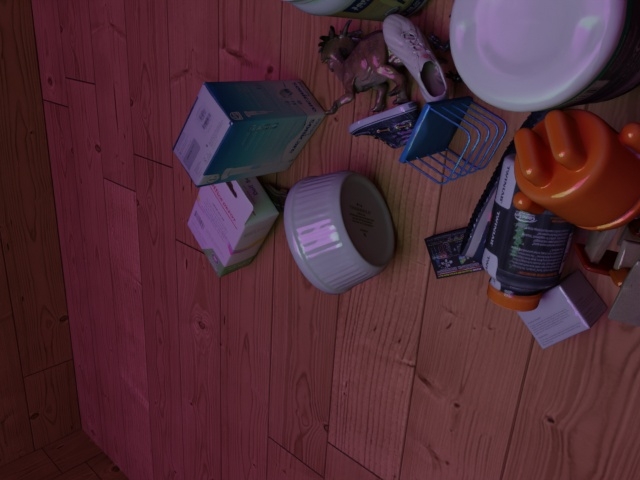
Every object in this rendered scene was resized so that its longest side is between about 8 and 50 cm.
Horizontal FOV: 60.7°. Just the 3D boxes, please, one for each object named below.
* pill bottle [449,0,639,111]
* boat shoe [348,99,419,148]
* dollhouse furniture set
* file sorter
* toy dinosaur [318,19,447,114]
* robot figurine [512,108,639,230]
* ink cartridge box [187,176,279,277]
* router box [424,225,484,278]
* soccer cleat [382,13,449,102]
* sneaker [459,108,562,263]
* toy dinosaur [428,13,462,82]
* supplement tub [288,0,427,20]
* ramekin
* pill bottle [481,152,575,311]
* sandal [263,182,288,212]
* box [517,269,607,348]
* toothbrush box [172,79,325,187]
[{"bbox_3d":[0.348,-0.286,0.737,0.204,0.361,0.204,16,114,40],"label":"pill bottle"},{"bbox_3d":[0.137,-0.232,1.169,0.183,0.065,0.083,-9,103,48],"label":"boat shoe"},{"bbox_3d":[0.505,0.051,0.791,0.259,0.262,0.135,14,119,6],"label":"dollhouse furniture set"},{"bbox_3d":[0.249,-0.183,1.005,0.104,0.170,0.118,40,128,23],"label":"file sorter"},{"bbox_3d":[0.100,-0.376,1.126,0.295,0.127,0.201,-8,91,39],"label":"toy dinosaur"},{"bbox_3d":[0.339,-0.086,0.706,0.158,0.219,0.128,-61,36,14],"label":"robot figurine"},{"bbox_3d":[-0.239,-0.079,1.507,0.207,0.119,0.353,56,143,16],"label":"ink cartridge box"},{"bbox_3d":[0.284,0.024,1.128,0.122,0.038,0.092,-16,91,46],"label":"router box"},{"bbox_3d":[0.180,-0.338,1.005,0.068,0.076,0.196,-32,89,7],"label":"soccer cleat"},{"bbox_3d":[0.373,-0.089,0.983,0.131,0.112,0.319,24,118,6],"label":"sneaker"},{"bbox_3d":[0.275,-0.353,1.004,0.118,0.064,0.268,-14,96,39],"label":"toy dinosaur"},{"bbox_3d":[0.054,-0.519,0.977,0.228,0.316,0.229,16,114,40],"label":"supplement tub"},{"bbox_3d":[0.053,-0.026,1.185,0.127,0.272,0.273,-18,90,34],"label":"ramekin"},{"bbox_3d":[0.339,-0.009,0.891,0.130,0.130,0.246,24,118,37],"label":"pill bottle"},{"bbox_3d":[-0.095,-0.110,1.438,0.180,0.049,0.072,25,135,54],"label":"sandal"},{"bbox_3d":[0.429,0.122,0.975,0.087,0.102,0.101,57,134,11],"label":"box"},{"bbox_3d":[-0.164,-0.257,1.289,0.126,0.295,0.216,56,134,16],"label":"toothbrush box"}]
